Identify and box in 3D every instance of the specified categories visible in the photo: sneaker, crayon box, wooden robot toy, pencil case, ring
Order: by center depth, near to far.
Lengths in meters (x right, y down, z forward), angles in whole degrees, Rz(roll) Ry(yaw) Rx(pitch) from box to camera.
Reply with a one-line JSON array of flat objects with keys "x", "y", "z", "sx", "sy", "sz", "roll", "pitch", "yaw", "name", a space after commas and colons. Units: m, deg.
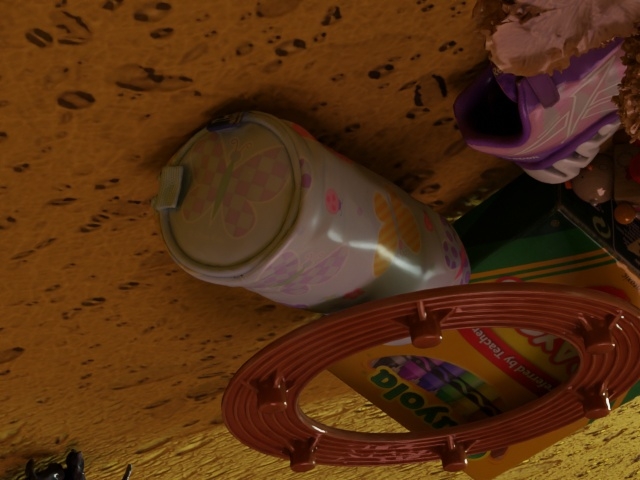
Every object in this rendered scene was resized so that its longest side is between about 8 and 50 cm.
[{"x": 0.169, "y": -0.119, "z": 0.995, "sx": 0.104, "sy": 0.095, "sz": 0.236, "roll": 6, "pitch": 147, "yaw": -31, "name": "sneaker"}, {"x": 0.205, "y": -0.057, "z": 1.068, "sx": 0.079, "sy": 0.173, "sz": 0.076, "roll": -7, "pitch": 158, "yaw": 25, "name": "wooden robot toy"}, {"x": 0.000, "y": 0.000, "z": 1.081, "sx": 0.124, "sy": 0.113, "sz": 0.273, "roll": -11, "pitch": 162, "yaw": 29, "name": "pencil case"}, {"x": 0.092, "y": 0.119, "z": 1.173, "sx": 0.336, "sy": 0.032, "sz": 0.336, "roll": -6, "pitch": 152, "yaw": -3, "name": "ring"}, {"x": 0.149, "y": 0.086, "z": 1.303, "sx": 0.202, "sy": 0.081, "sz": 0.318, "roll": 37, "pitch": 126, "yaw": -22, "name": "crayon box"}]

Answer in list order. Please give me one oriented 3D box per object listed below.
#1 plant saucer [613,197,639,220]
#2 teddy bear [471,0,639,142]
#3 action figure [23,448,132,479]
[{"x": 0.398, "y": -0.001, "z": 1.250, "sx": 0.332, "sy": 0.084, "sz": 0.332, "roll": 21, "pitch": 155, "yaw": 10, "name": "plant saucer"}, {"x": 0.237, "y": -0.167, "z": 0.861, "sx": 0.338, "sy": 0.113, "sz": 0.245, "roll": -13, "pitch": 130, "yaw": -5, "name": "teddy bear"}, {"x": -0.296, "y": 0.286, "z": 1.426, "sx": 0.276, "sy": 0.141, "sz": 0.164, "roll": -7, "pitch": 142, "yaw": -24, "name": "action figure"}]
